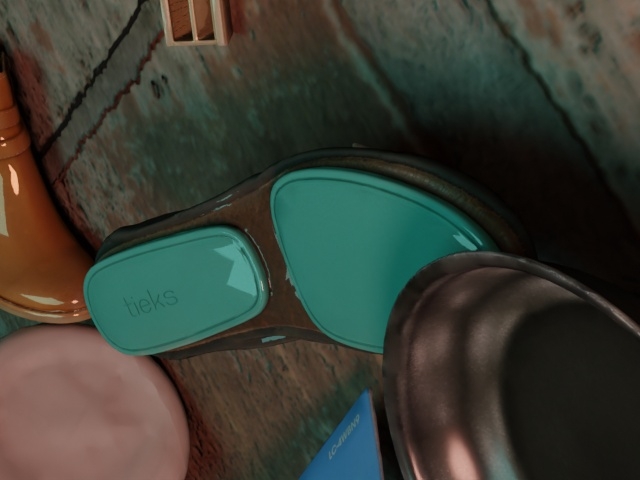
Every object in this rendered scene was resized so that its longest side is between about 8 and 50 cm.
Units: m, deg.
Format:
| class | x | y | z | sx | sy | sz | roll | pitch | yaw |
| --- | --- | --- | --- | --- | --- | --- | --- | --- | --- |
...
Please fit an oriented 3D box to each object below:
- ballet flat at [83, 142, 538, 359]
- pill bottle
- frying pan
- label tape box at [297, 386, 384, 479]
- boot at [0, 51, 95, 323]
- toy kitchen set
| class | x | y | z | sx | sy | sz | roll | pitch | yaw |
| --- | --- | --- | --- | --- | --- | --- | --- | --- | --- |
| ballet flat | 0.000 | 0.000 | 0.617 | 0.280 | 0.096 | 0.095 | -5 | 108 | 45 |
| pill bottle | -0.208 | 0.181 | 0.957 | 0.162 | 0.162 | 0.278 | 56 | 145 | 11 |
| frying pan | 0.125 | 0.091 | 0.403 | 0.326 | 0.053 | 0.197 | 1 | 113 | 59 |
| label tape box | 0.044 | 0.288 | 0.668 | 0.249 | 0.115 | 0.347 | -58 | 30 | 37 |
| boot | -0.209 | -0.044 | 0.893 | 0.197 | 0.073 | 0.152 | 34 | 132 | 32 |
| toy kitchen set | -0.052 | -0.121 | 0.643 | 0.068 | 0.083 | 0.075 | -1 | 119 | 8 |
